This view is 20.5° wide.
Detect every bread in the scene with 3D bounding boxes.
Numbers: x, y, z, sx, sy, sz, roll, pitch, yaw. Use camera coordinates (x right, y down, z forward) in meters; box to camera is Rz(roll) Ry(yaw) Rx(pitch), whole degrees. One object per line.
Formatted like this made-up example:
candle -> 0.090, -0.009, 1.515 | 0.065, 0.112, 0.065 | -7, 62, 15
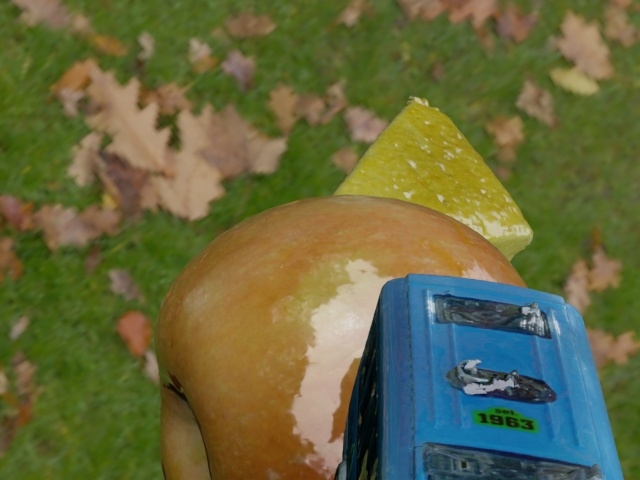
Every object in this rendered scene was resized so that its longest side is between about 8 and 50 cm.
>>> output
bread -> 0.000, 0.000, 1.782 | 0.361, 0.233, 0.245 | 0, 46, -47

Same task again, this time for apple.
apple -> 0.010, 0.098, 1.041 | 0.253, 0.253, 0.254 | 17, 61, -32

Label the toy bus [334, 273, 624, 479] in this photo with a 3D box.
toy bus -> 0.065, 0.115, 0.746 | 0.113, 0.134, 0.246 | 9, 23, -2
